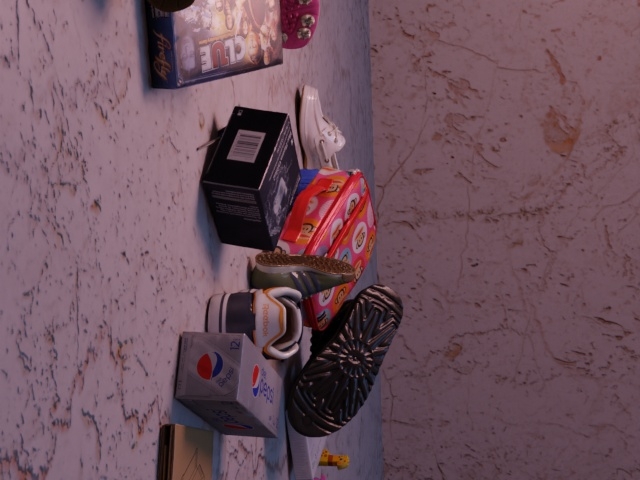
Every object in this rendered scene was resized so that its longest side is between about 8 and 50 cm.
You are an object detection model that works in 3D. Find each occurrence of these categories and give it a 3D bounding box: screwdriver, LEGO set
[{"bbox_3d":[-0.154,-0.149,1.624,0.025,0.024,0.170,58,19,-11],"label":"screwdriver"},{"bbox_3d":[0.014,0.506,2.443,0.227,0.093,0.087,-81,167,-45],"label":"LEGO set"}]

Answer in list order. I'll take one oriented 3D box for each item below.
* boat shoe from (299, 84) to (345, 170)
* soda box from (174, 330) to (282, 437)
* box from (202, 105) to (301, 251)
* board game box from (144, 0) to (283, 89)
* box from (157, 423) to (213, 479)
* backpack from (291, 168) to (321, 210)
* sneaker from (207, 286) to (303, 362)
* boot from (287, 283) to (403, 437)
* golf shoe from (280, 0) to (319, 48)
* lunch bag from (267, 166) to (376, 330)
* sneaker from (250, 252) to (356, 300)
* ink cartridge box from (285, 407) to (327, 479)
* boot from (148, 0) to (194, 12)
[{"bbox_3d":[0.008,-0.226,2.402,0.098,0.096,0.277,-79,166,-47],"label":"boat shoe"},{"bbox_3d":[-0.127,0.214,1.568,0.286,0.091,0.098,65,27,-68],"label":"soda box"},{"bbox_3d":[-0.101,-0.094,1.652,0.158,0.093,0.156,80,24,-54],"label":"box"},{"bbox_3d":[-0.134,-0.296,1.406,0.243,0.042,0.165,-28,120,-55],"label":"board game box"},{"bbox_3d":[-0.181,0.334,1.450,0.201,0.021,0.164,56,35,-75],"label":"box"},{"bbox_3d":[-0.017,-0.083,2.238,0.101,0.098,0.120,-77,166,-53],"label":"backpack"},{"bbox_3d":[-0.085,0.138,1.737,0.321,0.127,0.126,16,73,-82],"label":"sneaker"},{"bbox_3d":[0.021,0.251,2.147,0.348,0.131,0.260,-53,-171,-24],"label":"boot"},{"bbox_3d":[-0.061,-0.492,1.941,0.306,0.115,0.140,82,8,-45],"label":"golf shoe"},{"bbox_3d":[0.000,0.000,2.089,0.293,0.120,0.258,-59,150,-35],"label":"lunch bag"},{"bbox_3d":[-0.036,0.074,1.918,0.064,0.192,0.086,-125,-134,-55],"label":"sneaker"},{"bbox_3d":[-0.031,0.363,2.307,0.223,0.045,0.224,-60,145,-73],"label":"ink cartridge box"},{"bbox_3d":[-0.197,-0.378,1.182,0.213,0.077,0.165,59,21,-46],"label":"boot"}]
